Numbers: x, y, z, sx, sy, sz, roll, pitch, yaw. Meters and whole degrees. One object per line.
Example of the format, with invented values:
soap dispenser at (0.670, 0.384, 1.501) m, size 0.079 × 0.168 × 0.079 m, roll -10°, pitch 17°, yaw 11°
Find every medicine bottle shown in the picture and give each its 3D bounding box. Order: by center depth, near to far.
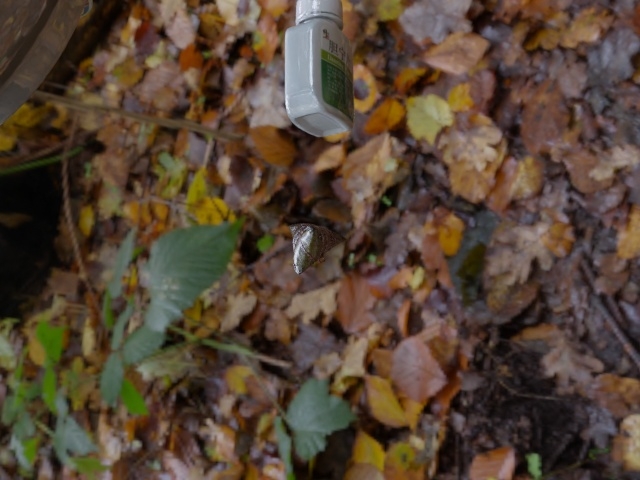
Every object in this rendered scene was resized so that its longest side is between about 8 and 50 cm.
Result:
medicine bottle at (0.000, -0.241, 1.222) m, size 0.069 × 0.119 × 0.183 m, roll -11°, pitch 71°, yaw 29°

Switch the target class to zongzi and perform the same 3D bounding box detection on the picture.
zongzi at (0.000, 0.000, 1.144) m, size 0.083 × 0.074 × 0.067 m, roll -108°, pitch 28°, yaw -64°

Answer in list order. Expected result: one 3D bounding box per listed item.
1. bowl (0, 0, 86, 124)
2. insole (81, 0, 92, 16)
bowl at (-0.244, -0.160, 0.537) m, size 0.346 × 0.157 × 0.345 m, roll -26°, pitch 47°, yaw 32°
insole at (-0.293, -0.298, 1.065) m, size 0.006 × 0.065 × 0.193 m, roll 65°, pitch 162°, yaw 1°
